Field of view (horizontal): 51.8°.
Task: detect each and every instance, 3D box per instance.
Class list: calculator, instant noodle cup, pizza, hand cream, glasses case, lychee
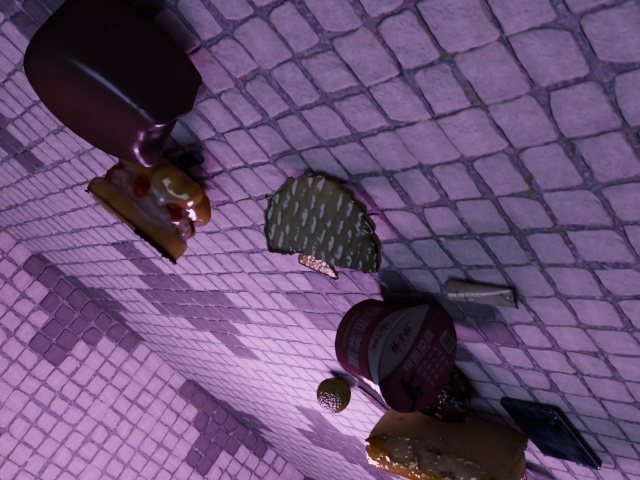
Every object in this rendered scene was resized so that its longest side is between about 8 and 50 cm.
[{"bbox_3d":[0.550,0.461,1.577,0.161,0.021,0.261,-2,137,50],"label":"calculator"},{"bbox_3d":[0.153,0.233,1.427,0.178,0.234,0.234,13,148,51],"label":"instant noodle cup"},{"bbox_3d":[0.002,0.052,1.490,0.109,0.026,0.123,42,153,-6],"label":"pizza"},{"bbox_3d":[0.299,0.104,1.242,0.143,0.039,0.061,7,141,34],"label":"hand cream"},{"bbox_3d":[-0.278,-0.177,1.421,0.033,0.023,0.083,44,152,-25],"label":"glasses case"},{"bbox_3d":[0.042,0.490,2.095,0.114,0.114,0.146,35,135,-2],"label":"lychee"}]

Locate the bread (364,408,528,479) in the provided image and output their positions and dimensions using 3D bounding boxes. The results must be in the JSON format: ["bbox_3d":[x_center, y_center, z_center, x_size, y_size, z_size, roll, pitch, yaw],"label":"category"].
[{"bbox_3d":[0.322,0.547,1.710,0.376,0.237,0.165,12,115,36],"label":"bread"}]

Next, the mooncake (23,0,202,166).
[{"bbox_3d":[-0.354,-0.281,1.165,0.334,0.174,0.325,21,154,17],"label":"mooncake"}]

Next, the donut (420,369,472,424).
[{"bbox_3d":[0.274,0.368,1.651,0.235,0.089,0.235,26,152,15],"label":"donut"}]

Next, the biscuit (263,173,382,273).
[{"bbox_3d":[-0.001,-0.040,1.257,0.274,0.036,0.187,14,120,33],"label":"biscuit"}]

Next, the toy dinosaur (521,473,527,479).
[{"bbox_3d":[0.448,0.631,1.878,0.327,0.113,0.206,37,153,-11],"label":"toy dinosaur"}]

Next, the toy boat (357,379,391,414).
[{"bbox_3d":[0.199,0.498,2.008,0.229,0.046,0.080,44,149,-16],"label":"toy boat"}]

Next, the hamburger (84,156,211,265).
[{"bbox_3d":[-0.366,-0.094,1.463,0.261,0.186,0.303,41,172,-8],"label":"hamburger"}]
